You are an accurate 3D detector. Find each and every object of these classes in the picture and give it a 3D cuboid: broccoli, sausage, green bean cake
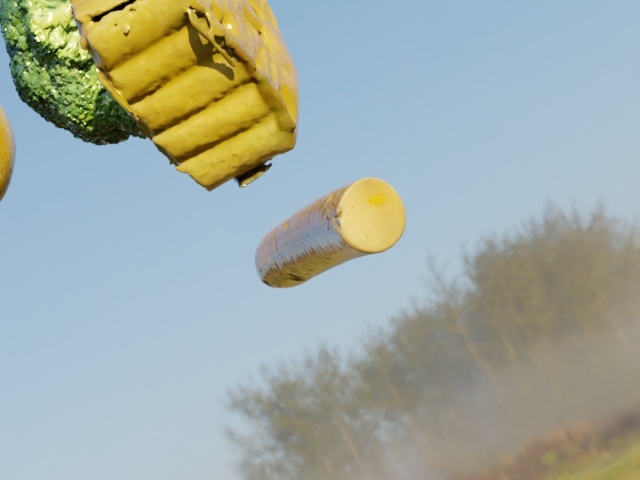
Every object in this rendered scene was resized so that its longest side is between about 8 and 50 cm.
[{"bbox_3d":[-0.257,-0.243,1.610,0.245,0.294,0.265,-40,-25,-2],"label":"broccoli"},{"bbox_3d":[0.001,-0.002,1.164,0.066,0.065,0.301,-23,1,-19],"label":"sausage"},{"bbox_3d":[-0.116,-0.184,1.254,0.131,0.224,0.229,-27,-52,14],"label":"green bean cake"}]

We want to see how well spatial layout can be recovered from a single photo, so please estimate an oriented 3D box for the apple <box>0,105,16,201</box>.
[{"bbox_3d":[-0.452,-0.105,1.662,0.182,0.182,0.155,-24,-13,-15],"label":"apple"}]
